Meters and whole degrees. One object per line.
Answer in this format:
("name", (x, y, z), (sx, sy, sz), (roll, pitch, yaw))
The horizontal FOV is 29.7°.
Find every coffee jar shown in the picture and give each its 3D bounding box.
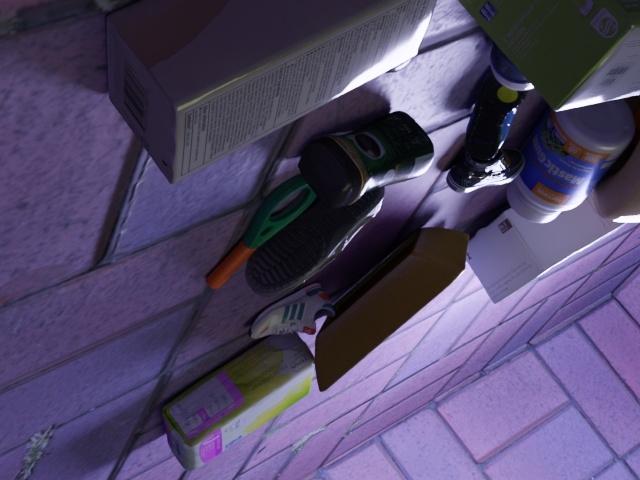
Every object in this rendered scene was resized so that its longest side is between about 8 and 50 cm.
("coffee jar", (0.062, -0.110, 1.646), (0.184, 0.096, 0.079), (-22, 154, -38))

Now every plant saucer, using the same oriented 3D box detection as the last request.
("plant saucer", (0.117, 0.099, 2.182), (0.333, 0.081, 0.333), (-41, -177, 14))

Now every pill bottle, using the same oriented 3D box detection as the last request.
("pill bottle", (0.440, -0.149, 2.182), (0.152, 0.152, 0.272), (-26, 159, -31))

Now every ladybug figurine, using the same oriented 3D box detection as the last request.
("ladybug figurine", (0.639, -0.222, 2.143), (0.305, 0.162, 0.449), (-81, -168, -63))

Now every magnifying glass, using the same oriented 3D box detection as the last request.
("magnifying glass", (-0.087, -0.012, 1.732), (0.231, 0.026, 0.092), (-48, 160, 24))

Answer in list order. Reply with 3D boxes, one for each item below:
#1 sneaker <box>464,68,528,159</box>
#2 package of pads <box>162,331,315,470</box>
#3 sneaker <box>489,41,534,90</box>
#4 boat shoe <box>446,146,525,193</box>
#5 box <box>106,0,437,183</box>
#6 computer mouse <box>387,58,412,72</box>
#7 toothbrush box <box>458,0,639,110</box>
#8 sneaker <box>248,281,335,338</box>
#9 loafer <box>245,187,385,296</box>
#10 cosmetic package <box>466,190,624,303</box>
("sneaker", (0.276, -0.221, 1.857), (0.209, 0.069, 0.082), (108, 4, -47))
("package of pads", (-0.152, 0.297, 2.256), (0.297, 0.101, 0.229), (-33, 163, -16))
("sneaker", (0.380, -0.334, 1.633), (0.323, 0.130, 0.236), (-28, 165, -11))
("boat shoe", (0.304, -0.138, 2.089), (0.183, 0.065, 0.083), (-22, 159, -37))
("box", (-0.044, -0.198, 1.176), (0.311, 0.121, 0.148), (-30, 161, -23))
("computer mouse", (0.042, -0.218, 1.425), (0.242, 0.041, 0.071), (-18, 155, -45))
("toothbrush box", (0.238, -0.281, 1.240), (0.206, 0.283, 0.122), (-17, 154, -49))
("sneaker", (-0.046, 0.138, 2.096), (0.161, 0.075, 0.057), (-29, 161, -25))
("loafer", (0.000, 0.000, 1.806), (0.251, 0.094, 0.087), (-37, 158, 0))
("cosmetic package", (0.508, -0.037, 2.548), (0.385, 0.156, 0.217), (-29, 172, -27))
